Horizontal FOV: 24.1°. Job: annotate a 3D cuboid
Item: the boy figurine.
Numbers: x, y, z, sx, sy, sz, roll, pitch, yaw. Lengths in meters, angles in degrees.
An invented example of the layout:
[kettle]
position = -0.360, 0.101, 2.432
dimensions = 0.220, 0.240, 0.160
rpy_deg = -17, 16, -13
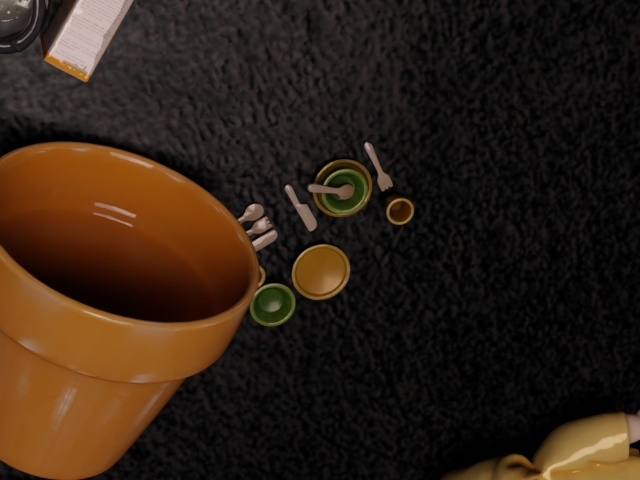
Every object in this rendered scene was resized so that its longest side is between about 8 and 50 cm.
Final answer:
[boy figurine]
position = 0.239, 0.221, 1.290
dimensions = 0.285, 0.092, 0.177
rpy_deg = 9, 111, -20

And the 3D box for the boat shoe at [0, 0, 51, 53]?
[boat shoe]
position = -0.257, -0.263, 0.976
dimensions = 0.114, 0.091, 0.302
rpy_deg = -30, 115, -1

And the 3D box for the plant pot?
[plant pot]
position = -0.171, 0.063, 1.082
dimensions = 0.205, 0.205, 0.188
rpy_deg = 14, 123, -18

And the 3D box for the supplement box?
[supplement box]
position = -0.158, -0.168, 1.054
dimensions = 0.036, 0.062, 0.098
rpy_deg = 27, 103, -21

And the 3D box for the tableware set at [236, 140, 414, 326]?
[tableware set]
position = 0.000, 0.000, 1.180
dimensions = 0.154, 0.024, 0.104
rpy_deg = -30, 115, -1
